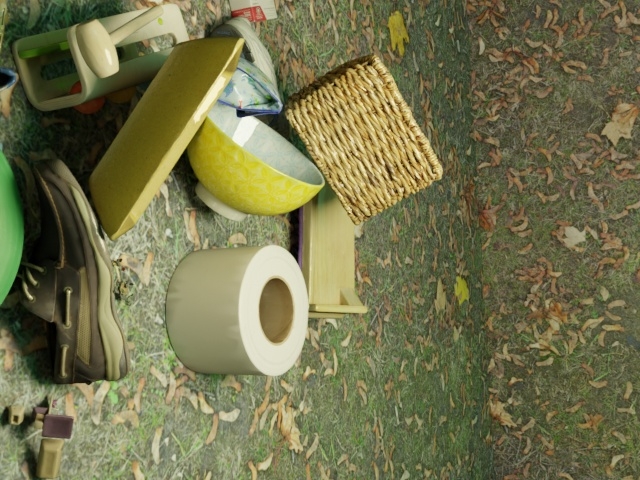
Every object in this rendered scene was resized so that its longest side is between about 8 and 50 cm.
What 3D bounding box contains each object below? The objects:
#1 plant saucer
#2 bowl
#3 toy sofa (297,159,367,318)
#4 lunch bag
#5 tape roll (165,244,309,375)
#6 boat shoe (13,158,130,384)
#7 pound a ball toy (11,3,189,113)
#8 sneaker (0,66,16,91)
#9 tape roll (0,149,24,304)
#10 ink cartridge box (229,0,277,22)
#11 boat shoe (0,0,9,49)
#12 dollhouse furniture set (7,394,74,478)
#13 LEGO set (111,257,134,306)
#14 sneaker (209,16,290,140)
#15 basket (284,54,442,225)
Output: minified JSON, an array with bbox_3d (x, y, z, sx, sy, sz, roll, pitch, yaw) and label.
[{"bbox_3d":[-0.245,-0.168,1.231,0.332,0.081,0.333,-56,-171,-1],"label":"plant saucer"},{"bbox_3d":[-0.152,-0.131,1.532,0.156,0.289,0.289,-53,155,16],"label":"bowl"},{"bbox_3d":[0.000,0.000,1.872,0.150,0.177,0.362,6,81,-36],"label":"toy sofa"},{"bbox_3d":[-0.148,-0.298,1.551,0.129,0.151,0.096,-106,-141,-63],"label":"lunch bag"},{"bbox_3d":[-0.153,0.133,1.524,0.246,0.169,0.246,10,78,-60],"label":"tape roll"},{"bbox_3d":[-0.368,0.063,1.145,0.130,0.132,0.355,-17,114,-23],"label":"boat shoe"},{"bbox_3d":[-0.309,-0.279,1.240,0.319,0.208,0.135,-42,123,-56],"label":"pound a ball toy"},{"bbox_3d":[-0.474,-0.219,1.089,0.135,0.058,0.052,-34,116,-57],"label":"sneaker"},{"bbox_3d":[-0.515,-0.022,0.976,0.321,0.077,0.321,8,81,-61],"label":"tape roll"},{"bbox_3d":[-0.151,-0.535,1.710,0.099,0.056,0.135,-35,118,-56],"label":"ink cartridge box"},{"bbox_3d":[-0.466,-0.314,1.129,0.045,0.050,0.135,22,78,-62],"label":"boat shoe"},{"bbox_3d":[-0.419,0.288,1.190,0.081,0.091,0.114,-127,-132,-68],"label":"dollhouse furniture set"},{"bbox_3d":[-0.340,0.072,1.348,0.054,0.023,0.083,22,55,-61],"label":"LEGO set"},{"bbox_3d":[-0.128,-0.336,1.689,0.129,0.111,0.297,-67,144,-50],"label":"sneaker"},{"bbox_3d":[0.093,-0.223,1.682,0.299,0.223,0.213,56,11,-15],"label":"basket"}]
